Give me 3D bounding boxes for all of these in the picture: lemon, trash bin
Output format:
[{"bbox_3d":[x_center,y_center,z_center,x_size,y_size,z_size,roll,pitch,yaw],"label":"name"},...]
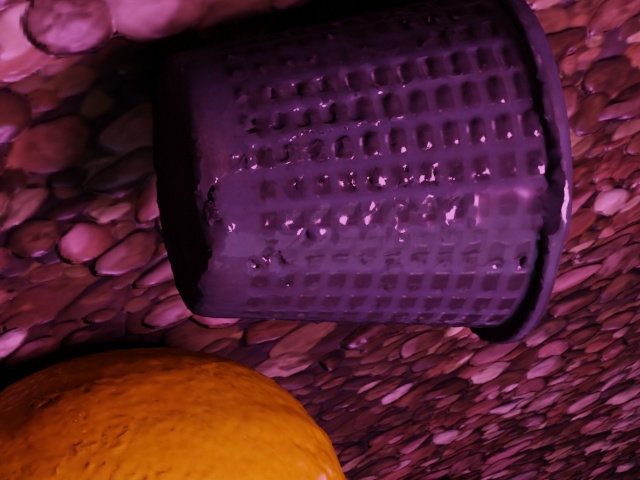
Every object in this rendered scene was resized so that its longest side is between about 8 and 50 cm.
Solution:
[{"bbox_3d":[-0.118,0.179,0.826,0.263,0.236,0.236,-43,163,-26],"label":"lemon"},{"bbox_3d":[0.007,-0.029,0.636,0.161,0.175,0.175,-7,150,-14],"label":"trash bin"}]
